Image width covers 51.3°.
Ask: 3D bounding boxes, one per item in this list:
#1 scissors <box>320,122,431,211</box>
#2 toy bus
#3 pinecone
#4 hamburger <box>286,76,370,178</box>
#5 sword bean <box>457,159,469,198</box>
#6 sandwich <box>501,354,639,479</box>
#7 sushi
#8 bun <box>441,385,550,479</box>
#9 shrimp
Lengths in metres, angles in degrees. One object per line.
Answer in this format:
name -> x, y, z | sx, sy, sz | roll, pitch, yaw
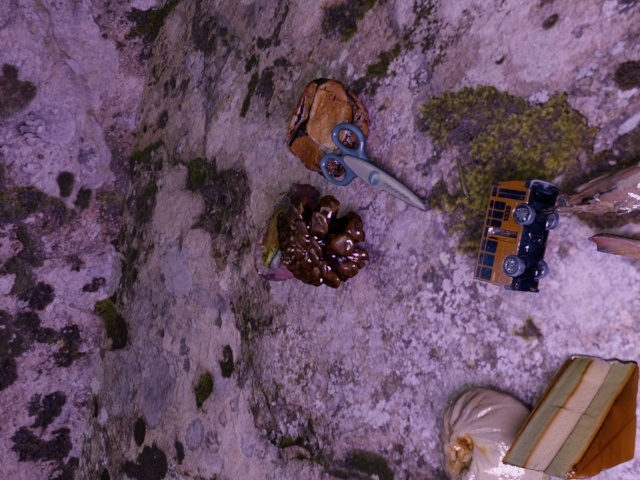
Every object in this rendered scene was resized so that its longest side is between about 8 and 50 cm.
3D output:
scissors -> 0.115, -0.137, 1.390 | 0.289, 0.041, 0.138 | 37, 115, 29
toy bus -> 0.326, -0.012, 1.113 | 0.103, 0.091, 0.182 | 15, 96, 52
pinecone -> 0.002, 0.000, 1.435 | 0.228, 0.201, 0.203 | 25, 106, 54
hamburger -> 0.021, -0.260, 1.547 | 0.230, 0.106, 0.231 | -12, 73, 45
sword bean -> 0.271, -0.116, 1.269 | 0.012, 0.012, 0.083 | -29, 62, 45
sandwich -> 0.355, 0.245, 0.948 | 0.117, 0.187, 0.144 | -4, 85, 51
sushi -> -0.085, -0.012, 1.626 | 0.161, 0.107, 0.241 | -19, 60, 48
bun -> 0.265, 0.347, 1.082 | 0.222, 0.127, 0.223 | -10, 77, 50
shrimp -> 0.459, -0.036, 0.975 | 0.254, 0.059, 0.145 | -25, 77, 40
